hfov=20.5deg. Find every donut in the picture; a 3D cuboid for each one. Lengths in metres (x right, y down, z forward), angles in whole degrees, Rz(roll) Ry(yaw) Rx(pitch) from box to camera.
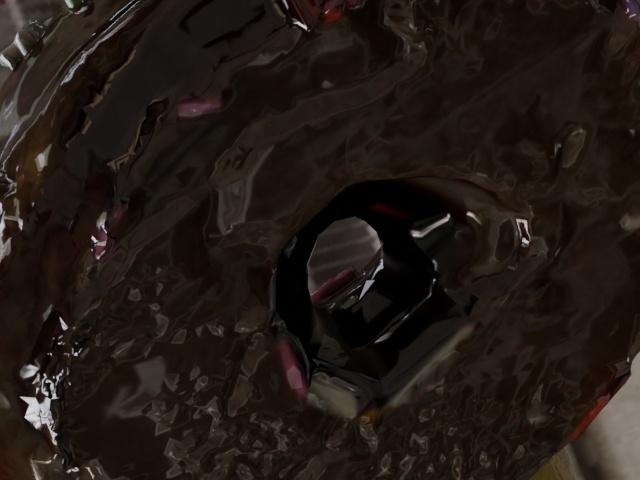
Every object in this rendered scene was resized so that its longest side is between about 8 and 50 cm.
[{"bbox_3d":[0.000,0.000,0.576,0.269,0.270,0.103,-15,-142,-26],"label":"donut"}]

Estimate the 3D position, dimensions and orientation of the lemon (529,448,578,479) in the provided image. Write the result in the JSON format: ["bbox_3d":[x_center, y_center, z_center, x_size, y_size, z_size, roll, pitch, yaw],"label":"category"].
[{"bbox_3d":[0.100,0.127,0.891,0.065,0.092,0.065,-11,-122,17],"label":"lemon"}]
